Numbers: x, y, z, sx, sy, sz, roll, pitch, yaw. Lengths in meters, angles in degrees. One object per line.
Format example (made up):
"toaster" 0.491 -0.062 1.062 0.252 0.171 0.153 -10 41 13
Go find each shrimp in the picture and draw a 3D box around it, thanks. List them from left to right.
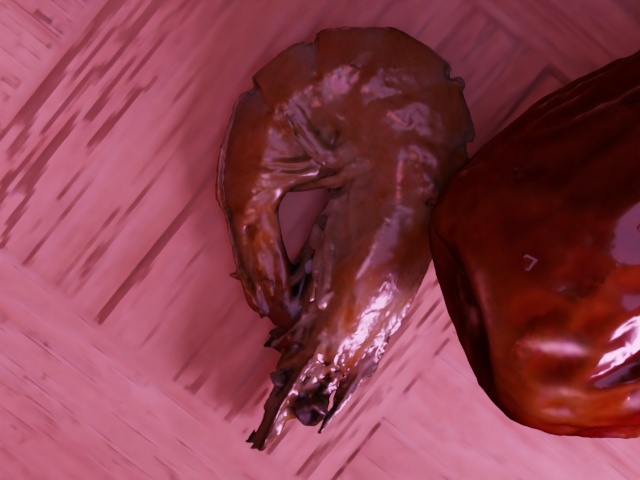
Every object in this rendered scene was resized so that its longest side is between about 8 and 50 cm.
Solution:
"shrimp" 0.000 0.000 0.626 0.099 0.041 0.180 18 95 -8

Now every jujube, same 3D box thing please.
"jujube" 0.174 -0.004 0.582 0.255 0.190 0.190 -14 99 -4
